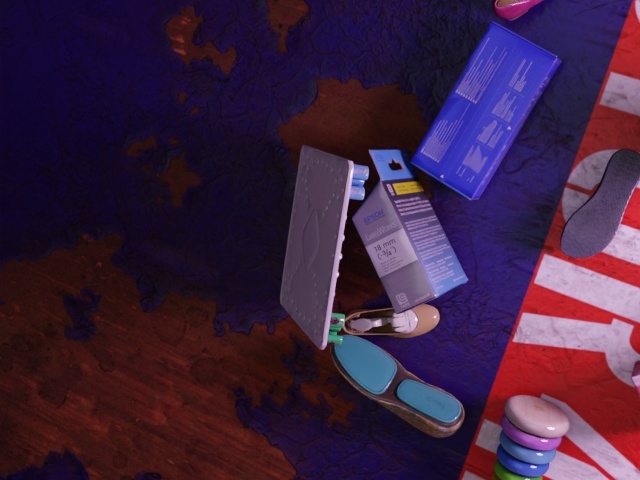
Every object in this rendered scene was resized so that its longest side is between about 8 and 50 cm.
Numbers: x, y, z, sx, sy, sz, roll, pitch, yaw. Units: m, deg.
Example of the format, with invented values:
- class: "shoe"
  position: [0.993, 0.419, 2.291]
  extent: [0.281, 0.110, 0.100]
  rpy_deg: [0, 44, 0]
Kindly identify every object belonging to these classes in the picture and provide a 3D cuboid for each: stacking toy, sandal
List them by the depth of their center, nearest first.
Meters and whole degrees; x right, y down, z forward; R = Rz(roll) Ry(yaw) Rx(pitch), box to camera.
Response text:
- class: "sandal"
  position: [0.594, -0.069, 1.842]
  extent: [0.097, 0.054, 0.254]
  rpy_deg: [34, 97, 9]
- class: "stacking toy"
  position: [0.429, 0.511, 1.930]
  extent: [0.141, 0.141, 0.330]
  rpy_deg: [20, 109, 20]

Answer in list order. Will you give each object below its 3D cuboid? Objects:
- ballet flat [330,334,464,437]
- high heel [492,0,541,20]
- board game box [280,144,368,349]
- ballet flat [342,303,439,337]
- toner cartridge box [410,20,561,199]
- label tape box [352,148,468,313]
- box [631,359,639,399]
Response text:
- class: "ballet flat"
  position: [0.167, 0.344, 2.029]
  extent: [0.348, 0.123, 0.123]
  rpy_deg: [29, 105, 18]
- class: "high heel"
  position: [0.459, -0.546, 1.811]
  extent: [0.244, 0.117, 0.082]
  rpy_deg: [-33, 82, 22]
- class: "board game box"
  position: [0.000, 0.000, 1.946]
  extent: [0.050, 0.390, 0.390]
  rpy_deg: [6, 99, -17]
- class: "ballet flat"
  position: [0.157, 0.191, 2.033]
  extent: [0.232, 0.073, 0.080]
  rpy_deg: [-9, 89, 23]
- class: "toner cartridge box"
  position: [0.354, -0.277, 1.905]
  extent: [0.165, 0.075, 0.348]
  rpy_deg: [35, 107, 17]
- class: "label tape box"
  position: [0.177, -0.026, 1.915]
  extent: [0.106, 0.240, 0.334]
  rpy_deg: [-27, 83, 25]
- class: "box"
  position: [0.787, 0.279, 1.736]
  extent: [0.300, 0.142, 0.154]
  rpy_deg: [-22, 87, 23]
